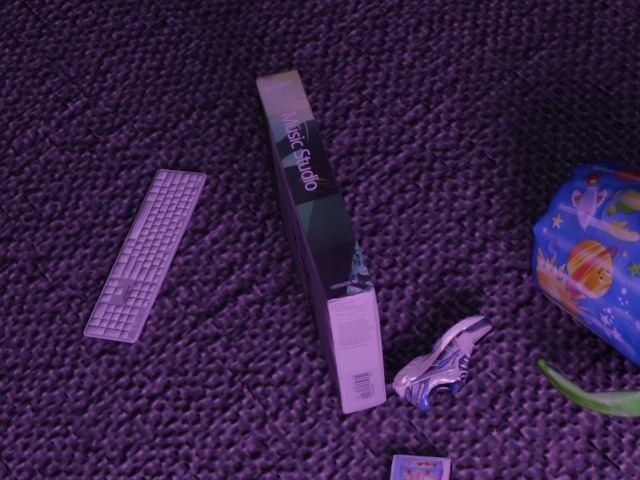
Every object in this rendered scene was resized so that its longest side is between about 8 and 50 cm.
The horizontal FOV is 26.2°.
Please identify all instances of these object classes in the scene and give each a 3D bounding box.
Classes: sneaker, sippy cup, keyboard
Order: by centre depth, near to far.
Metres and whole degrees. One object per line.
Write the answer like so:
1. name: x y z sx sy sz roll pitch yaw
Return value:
1. sippy cup: 0.356 0.026 1.473 0.305 0.240 0.224 -25 39 -37
2. sneaker: 0.146 0.140 1.533 0.135 0.052 0.058 -40 67 -8
3. keyboard: -0.216 0.015 1.706 0.072 0.014 0.256 10 58 17

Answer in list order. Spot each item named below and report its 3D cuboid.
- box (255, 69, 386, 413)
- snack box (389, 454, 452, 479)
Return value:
1. box: 0.000 0.000 1.540 0.058 0.232 0.322 -16 54 -6
2. snack box: 0.097 0.309 1.434 0.064 0.022 0.178 2 56 14
